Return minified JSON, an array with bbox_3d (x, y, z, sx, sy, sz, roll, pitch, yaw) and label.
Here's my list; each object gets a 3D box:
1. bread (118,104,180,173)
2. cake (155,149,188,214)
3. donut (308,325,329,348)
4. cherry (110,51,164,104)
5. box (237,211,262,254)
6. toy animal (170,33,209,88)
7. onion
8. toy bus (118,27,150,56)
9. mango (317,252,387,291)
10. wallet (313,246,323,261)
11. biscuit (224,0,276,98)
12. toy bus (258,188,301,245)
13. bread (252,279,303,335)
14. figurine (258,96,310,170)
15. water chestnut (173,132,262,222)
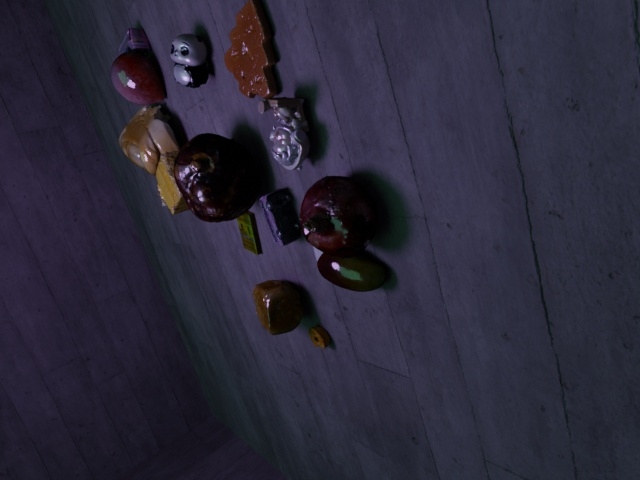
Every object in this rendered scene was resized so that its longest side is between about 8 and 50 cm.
[{"bbox_3d":[-0.845,-0.490,2.167,0.424,0.245,0.329,34,136,44],"label":"bread"},{"bbox_3d":[-0.617,-0.260,2.027,0.222,0.227,0.286,63,145,10],"label":"cake"},{"bbox_3d":[-0.005,0.389,1.778,0.108,0.043,0.097,3,114,55],"label":"donut"},{"bbox_3d":[-0.859,-0.742,2.053,0.239,0.206,0.239,25,125,41],"label":"cherry"},{"bbox_3d":[-0.318,-0.040,1.936,0.121,0.030,0.193,21,128,46],"label":"box"},{"bbox_3d":[-0.500,-0.684,1.656,0.166,0.138,0.179,24,137,24],"label":"toy animal"},{"bbox_3d":[0.036,-0.061,1.259,0.252,0.219,0.252,21,122,37],"label":"onion"},{"bbox_3d":[-0.903,-0.914,2.107,0.274,0.090,0.112,-5,99,54],"label":"toy bus"},{"bbox_3d":[0.088,0.087,1.386,0.267,0.111,0.133,13,103,41],"label":"mango"},{"bbox_3d":[0.000,0.000,1.518,0.095,0.033,0.190,6,116,55],"label":"wallet"},{"bbox_3d":[-0.216,-0.606,1.401,0.284,0.043,0.306,46,141,28],"label":"biscuit"},{"bbox_3d":[-0.150,-0.087,1.613,0.108,0.096,0.199,7,120,57],"label":"toy bus"},{"bbox_3d":[-0.172,0.264,1.811,0.246,0.176,0.196,-165,66,-67],"label":"bread"},{"bbox_3d":[-0.104,-0.322,1.345,0.162,0.141,0.237,31,135,47],"label":"figurine"},{"bbox_3d":[-0.388,-0.236,1.691,0.347,0.335,0.335,-156,42,-85],"label":"water chestnut"}]
